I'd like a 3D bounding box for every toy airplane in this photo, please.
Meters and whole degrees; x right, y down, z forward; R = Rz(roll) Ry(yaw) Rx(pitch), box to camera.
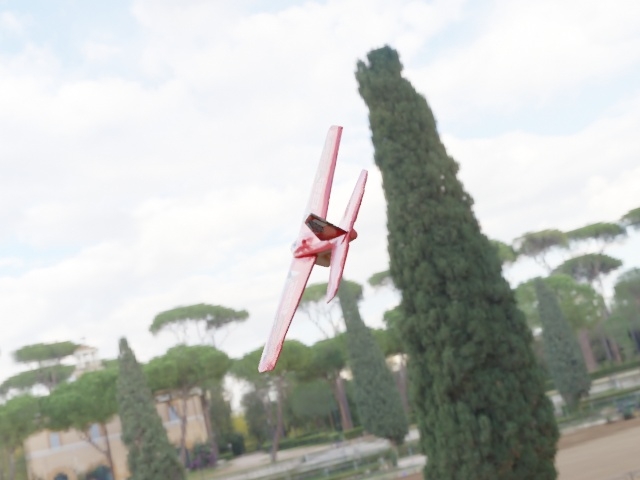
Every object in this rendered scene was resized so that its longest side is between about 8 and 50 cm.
[{"bbox_3d":[0.000,0.000,0.460,0.028,0.151,0.151,16,-17,-4],"label":"toy airplane"}]
